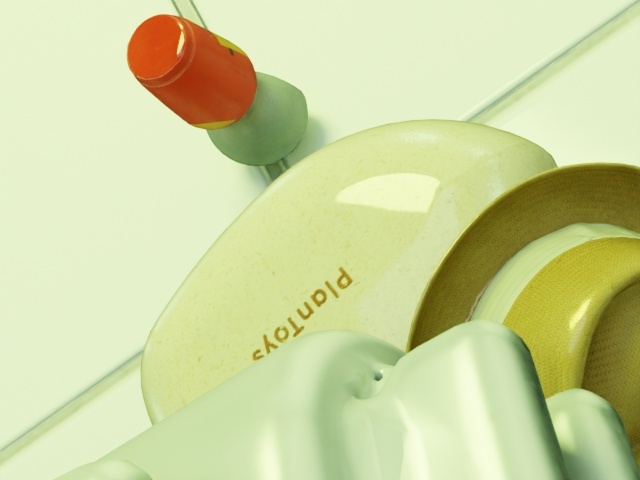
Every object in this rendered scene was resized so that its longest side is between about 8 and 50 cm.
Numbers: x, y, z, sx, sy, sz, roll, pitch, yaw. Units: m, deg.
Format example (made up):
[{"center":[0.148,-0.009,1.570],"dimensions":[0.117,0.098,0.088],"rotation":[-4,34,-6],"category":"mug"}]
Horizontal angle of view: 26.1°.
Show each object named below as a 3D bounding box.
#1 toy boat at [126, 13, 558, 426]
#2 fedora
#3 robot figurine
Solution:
[{"center":[0.000,0.000,0.790],"dimensions":[0.267,0.148,0.318],"rotation":[-39,60,12],"category":"toy boat"},{"center":[0.134,0.061,0.642],"dimensions":[0.194,0.194,0.079],"rotation":[-52,15,-4],"category":"fedora"},{"center":[-0.034,0.171,0.572],"dimensions":[0.353,0.300,0.200],"rotation":[-34,41,24],"category":"robot figurine"}]
